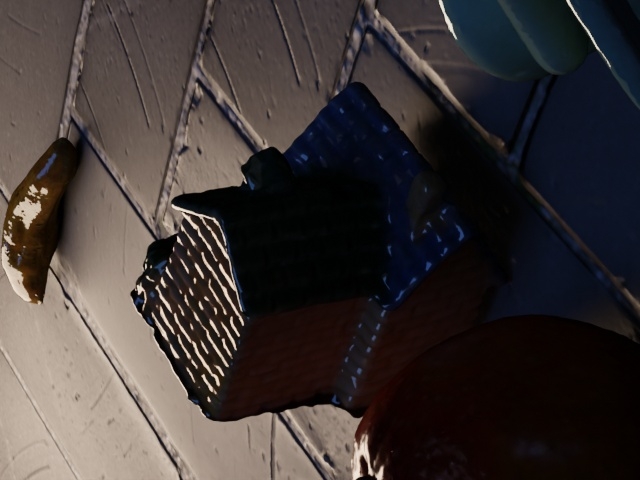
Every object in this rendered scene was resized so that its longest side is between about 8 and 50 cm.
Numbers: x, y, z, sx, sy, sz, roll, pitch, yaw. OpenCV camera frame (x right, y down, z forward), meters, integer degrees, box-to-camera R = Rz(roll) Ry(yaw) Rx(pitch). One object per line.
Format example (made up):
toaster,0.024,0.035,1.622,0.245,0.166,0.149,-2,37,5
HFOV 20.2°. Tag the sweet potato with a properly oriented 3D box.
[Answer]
sweet potato,-0.254,-0.025,1.604,0.054,0.053,0.182,-78,7,-53

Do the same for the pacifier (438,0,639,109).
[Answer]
pacifier,0.148,-0.205,0.756,0.269,0.288,0.343,-30,60,24

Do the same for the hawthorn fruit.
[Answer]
hawthorn fruit,0.090,0.135,0.953,0.196,0.225,0.196,-179,90,-64

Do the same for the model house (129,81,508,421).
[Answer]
model house,0.000,0.000,1.085,0.166,0.183,0.172,56,144,28
